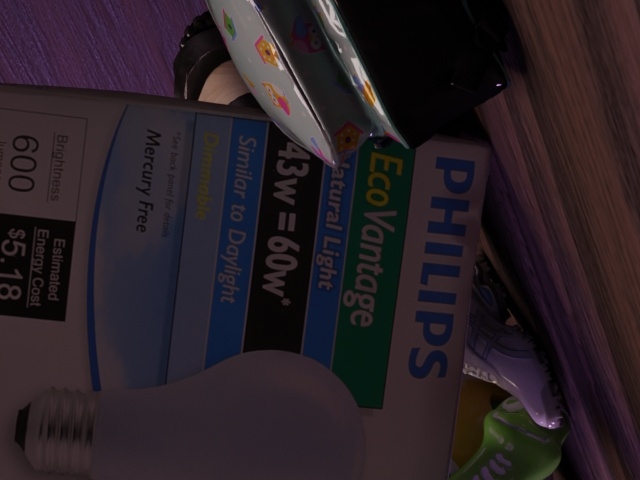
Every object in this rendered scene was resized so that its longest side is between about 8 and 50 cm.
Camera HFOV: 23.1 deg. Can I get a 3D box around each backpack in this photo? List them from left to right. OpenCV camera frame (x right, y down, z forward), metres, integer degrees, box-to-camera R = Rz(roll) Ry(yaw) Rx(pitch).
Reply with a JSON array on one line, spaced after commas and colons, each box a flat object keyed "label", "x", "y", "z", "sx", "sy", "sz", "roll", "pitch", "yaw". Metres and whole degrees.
[{"label": "backpack", "x": 0.014, "y": -0.136, "z": 0.930, "sx": 0.166, "sy": 0.144, "sz": 0.188, "roll": 58, "pitch": -179, "yaw": -16}]

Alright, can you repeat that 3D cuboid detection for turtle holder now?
[{"label": "turtle holder", "x": 0.101, "y": 0.219, "z": 1.464, "sx": 0.243, "sy": 0.227, "sz": 0.320, "roll": 37, "pitch": 153, "yaw": 28}]

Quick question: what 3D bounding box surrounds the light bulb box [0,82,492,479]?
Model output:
[{"label": "light bulb box", "x": -0.086, "y": 0.076, "z": 1.170, "sx": 0.225, "sy": 0.361, "sz": 0.358, "roll": -139, "pitch": 55, "yaw": -81}]

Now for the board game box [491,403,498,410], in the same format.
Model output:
[{"label": "board game box", "x": 0.128, "y": 0.096, "z": 1.839, "sx": 0.317, "sy": 0.046, "sz": 0.213, "roll": 64, "pitch": 176, "yaw": -24}]

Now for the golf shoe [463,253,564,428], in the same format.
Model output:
[{"label": "golf shoe", "x": 0.139, "y": 0.098, "z": 1.321, "sx": 0.176, "sy": 0.086, "sz": 0.069, "roll": 59, "pitch": 173, "yaw": 37}]

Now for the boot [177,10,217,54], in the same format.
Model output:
[{"label": "boot", "x": -0.067, "y": -0.120, "z": 2.045, "sx": 0.348, "sy": 0.131, "sz": 0.260, "roll": 64, "pitch": -173, "yaw": 8}]

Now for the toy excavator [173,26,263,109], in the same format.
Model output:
[{"label": "toy excavator", "x": 0.036, "y": 0.045, "z": 1.586, "sx": 0.222, "sy": 0.445, "sz": 0.433, "roll": -120, "pitch": 46, "yaw": -59}]
